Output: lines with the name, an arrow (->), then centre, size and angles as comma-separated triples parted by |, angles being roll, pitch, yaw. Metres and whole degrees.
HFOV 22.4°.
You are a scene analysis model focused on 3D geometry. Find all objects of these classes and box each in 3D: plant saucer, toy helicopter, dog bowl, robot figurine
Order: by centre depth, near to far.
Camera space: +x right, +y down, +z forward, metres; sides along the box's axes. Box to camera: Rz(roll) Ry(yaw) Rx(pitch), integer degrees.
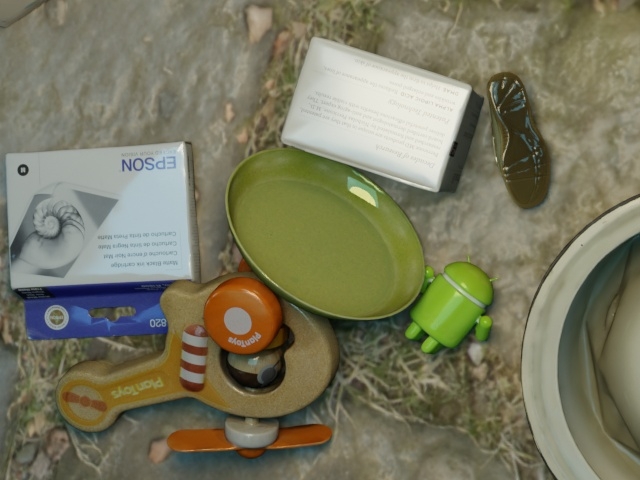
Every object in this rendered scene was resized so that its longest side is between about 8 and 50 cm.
dog bowl -> 0.422, 0.130, 1.678 | 0.408, 0.150, 0.407 | 3, 98, 19
plant saucer -> 0.000, 0.000, 1.759 | 0.241, 0.241, 0.037 | 41, 129, 7
robot figurine -> 0.145, 0.073, 1.795 | 0.101, 0.067, 0.115 | 40, 97, 19
toy helicopter -> -0.139, 0.159, 1.828 | 0.355, 0.140, 0.235 | -17, 107, 24

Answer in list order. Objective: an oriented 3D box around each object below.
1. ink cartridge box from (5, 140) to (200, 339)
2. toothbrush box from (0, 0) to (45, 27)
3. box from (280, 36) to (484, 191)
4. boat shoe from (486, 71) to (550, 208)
ink cartridge box -> -0.252, 0.002, 1.876 | 0.223, 0.045, 0.223 | -4, 91, 10
toothbrush box -> -0.417, -0.402, 1.814 | 0.126, 0.216, 0.295 | -33, 86, 10
box -> 0.070, -0.132, 1.747 | 0.182, 0.181, 0.119 | 19, 95, 9
boat shoe -> 0.216, -0.112, 1.796 | 0.056, 0.048, 0.153 | -18, 95, -2
